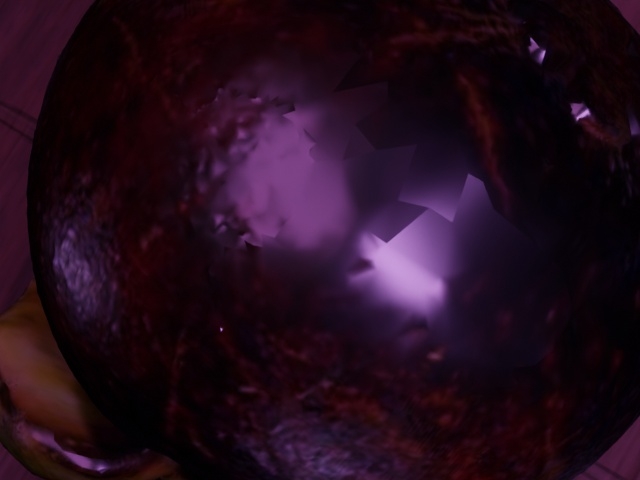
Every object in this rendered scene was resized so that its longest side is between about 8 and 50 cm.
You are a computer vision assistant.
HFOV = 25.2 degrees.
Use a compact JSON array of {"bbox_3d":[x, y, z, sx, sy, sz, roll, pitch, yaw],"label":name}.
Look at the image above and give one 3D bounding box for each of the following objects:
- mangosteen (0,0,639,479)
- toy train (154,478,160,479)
[{"bbox_3d":[0.009,-0.007,0.652,0.330,0.330,0.330,-5,74,16],"label":"mangosteen"},{"bbox_3d":[-0.110,0.106,0.790,0.085,0.053,0.249,-6,73,22],"label":"toy train"}]
